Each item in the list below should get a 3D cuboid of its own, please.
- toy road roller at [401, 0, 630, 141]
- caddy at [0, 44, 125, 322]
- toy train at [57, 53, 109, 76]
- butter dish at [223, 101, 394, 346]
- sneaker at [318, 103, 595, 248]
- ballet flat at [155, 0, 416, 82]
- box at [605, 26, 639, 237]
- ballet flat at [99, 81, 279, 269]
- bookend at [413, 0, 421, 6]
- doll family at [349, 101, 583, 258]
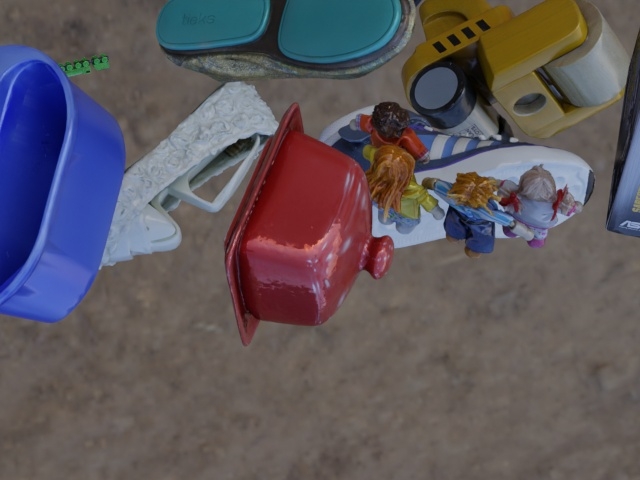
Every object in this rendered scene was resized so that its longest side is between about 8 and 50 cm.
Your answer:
[{"bbox_3d":[0.280,-0.285,2.145,0.329,0.240,0.202,-25,146,20],"label":"toy road roller"},{"bbox_3d":[-0.381,-0.059,1.663,0.241,0.341,0.179,5,166,30],"label":"caddy"},{"bbox_3d":[-0.360,-0.263,2.134,0.083,0.017,0.023,-16,127,-16],"label":"toy train"},{"bbox_3d":[0.000,0.000,1.109,0.118,0.160,0.160,15,152,12],"label":"butter dish"},{"bbox_3d":[0.156,-0.111,1.778,0.323,0.236,0.130,-10,131,-14],"label":"sneaker"},{"bbox_3d":[-0.021,-0.217,1.480,0.349,0.123,0.123,5,163,39],"label":"ballet flat"},{"bbox_3d":[0.306,-0.144,1.248,0.056,0.231,0.183,11,139,8],"label":"box"},{"bbox_3d":[-0.212,-0.071,1.986,0.409,0.147,0.147,-44,151,-18],"label":"ballet flat"},{"bbox_3d":[0.087,-0.377,1.762,0.156,0.157,0.072,38,122,-6],"label":"bookend"},{"bbox_3d":[0.131,-0.044,1.459,0.263,0.118,0.163,24,162,12],"label":"doll family"}]
